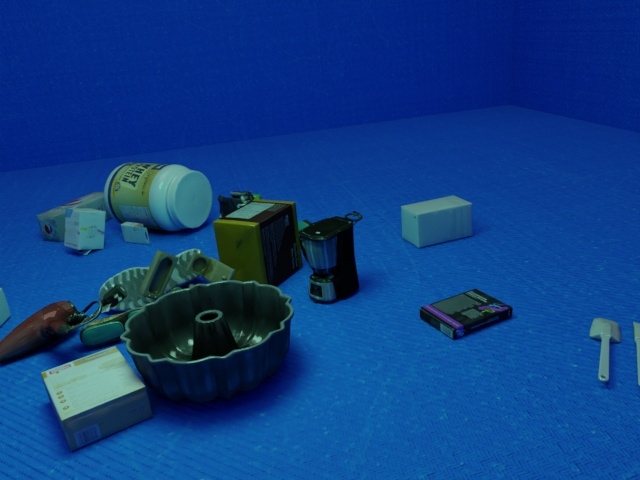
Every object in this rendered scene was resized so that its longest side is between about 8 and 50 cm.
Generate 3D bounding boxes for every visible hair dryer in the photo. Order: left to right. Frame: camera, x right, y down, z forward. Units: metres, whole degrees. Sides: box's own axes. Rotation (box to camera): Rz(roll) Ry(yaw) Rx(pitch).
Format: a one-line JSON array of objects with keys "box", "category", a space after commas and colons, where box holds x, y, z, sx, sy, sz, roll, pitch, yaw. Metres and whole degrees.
[{"box": [-0.580, 0.177, 1.271, 0.294, 0.080, 0.223, -30, 6, 4], "category": "hair dryer"}]

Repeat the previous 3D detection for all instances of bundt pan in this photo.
[{"box": [-0.209, 0.201, 1.147, 0.331, 0.124, 0.330, -4, 20, 2], "category": "bundt pan"}]

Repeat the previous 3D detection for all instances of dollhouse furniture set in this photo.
[{"box": [-0.322, 0.100, 1.415, 0.151, 0.144, 0.123, 25, -2, -41], "category": "dollhouse furniture set"}]

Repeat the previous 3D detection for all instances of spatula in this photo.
[{"box": [0.584, 0.209, 1.076, 0.168, 0.019, 0.242, 10, 26, 24], "category": "spatula"}]

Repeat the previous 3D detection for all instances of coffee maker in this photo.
[{"box": [0.041, 0.043, 1.420, 0.171, 0.178, 0.120, -15, 25, -18], "category": "coffee maker"}]

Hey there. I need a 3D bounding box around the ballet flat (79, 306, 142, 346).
[{"box": [-0.435, 0.186, 1.325, 0.207, 0.072, 0.067, -9, 13, -14], "category": "ballet flat"}]

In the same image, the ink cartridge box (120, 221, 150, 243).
[{"box": [-0.599, -0.024, 1.924, 0.115, 0.062, 0.029, 6, 26, 27], "category": "ink cartridge box"}]

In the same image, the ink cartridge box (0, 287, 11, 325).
[{"box": [-0.857, 0.195, 1.379, 0.153, 0.086, 0.208, -6, 20, -2], "category": "ink cartridge box"}]

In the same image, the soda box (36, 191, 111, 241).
[{"box": [-0.876, -0.092, 2.128, 0.091, 0.097, 0.286, 4, 23, 24], "category": "soda box"}]

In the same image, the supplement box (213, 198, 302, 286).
[{"box": [-0.157, 0.012, 1.533, 0.129, 0.191, 0.194, 6, 24, 28], "category": "supplement box"}]

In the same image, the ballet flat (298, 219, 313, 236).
[{"box": [0.000, 0.000, 1.666, 0.096, 0.095, 0.280, 19, 12, -18], "category": "ballet flat"}]

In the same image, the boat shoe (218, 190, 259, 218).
[{"box": [-0.201, -0.054, 1.766, 0.127, 0.158, 0.341, -24, 27, -39], "category": "boat shoe"}]

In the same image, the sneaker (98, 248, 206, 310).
[{"box": [-0.430, 0.113, 1.520, 0.282, 0.105, 0.115, -20, -5, -28], "category": "sneaker"}]

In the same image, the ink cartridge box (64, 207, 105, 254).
[{"box": [-0.760, -0.029, 1.890, 0.092, 0.143, 0.090, 11, 9, 37], "category": "ink cartridge box"}]

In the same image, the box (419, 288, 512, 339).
[{"box": [0.313, 0.156, 1.266, 0.162, 0.029, 0.116, -16, 24, -23], "category": "box"}]

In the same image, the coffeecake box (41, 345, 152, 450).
[{"box": [-0.410, 0.279, 1.068, 0.143, 0.068, 0.186, -18, 24, -30], "category": "coffeecake box"}]

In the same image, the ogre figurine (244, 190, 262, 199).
[{"box": [-0.270, -0.115, 2.051, 0.118, 0.096, 0.197, -19, 2, 15], "category": "ogre figurine"}]

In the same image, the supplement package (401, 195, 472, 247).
[{"box": [0.339, -0.057, 1.712, 0.180, 0.105, 0.105, -11, 22, -17], "category": "supplement package"}]

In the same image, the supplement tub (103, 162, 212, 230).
[{"box": [-0.554, -0.150, 2.014, 0.317, 0.228, 0.228, 6, 24, 28], "category": "supplement tub"}]
